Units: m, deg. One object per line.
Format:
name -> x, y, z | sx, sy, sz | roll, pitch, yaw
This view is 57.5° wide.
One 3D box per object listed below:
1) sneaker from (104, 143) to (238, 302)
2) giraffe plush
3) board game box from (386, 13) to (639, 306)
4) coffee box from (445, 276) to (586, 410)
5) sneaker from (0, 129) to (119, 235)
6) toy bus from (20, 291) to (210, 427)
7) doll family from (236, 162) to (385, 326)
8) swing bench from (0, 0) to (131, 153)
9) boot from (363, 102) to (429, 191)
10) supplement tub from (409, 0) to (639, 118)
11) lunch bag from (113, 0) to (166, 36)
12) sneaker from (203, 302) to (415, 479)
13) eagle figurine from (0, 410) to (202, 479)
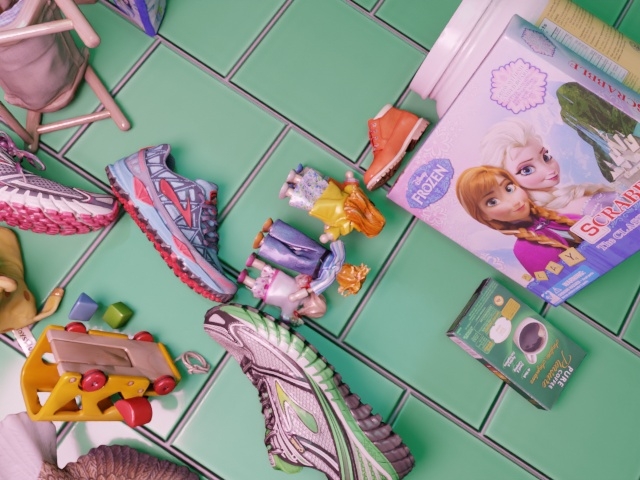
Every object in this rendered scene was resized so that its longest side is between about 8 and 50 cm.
sneaker -> -0.186, -0.033, 0.825 | 0.125, 0.104, 0.261 | -37, 85, -17
giraffe plush -> -0.446, 0.066, 0.728 | 0.210, 0.170, 0.181 | 40, 74, 2
board game box -> 0.298, -0.084, 0.798 | 0.318, 0.318, 0.065 | 33, 50, 1
coffee box -> 0.294, 0.156, 0.881 | 0.184, 0.040, 0.113 | 38, 75, 2
sneaker -> -0.421, -0.087, 0.780 | 0.300, 0.121, 0.111 | 17, 71, -16
toy bus -> -0.272, 0.179, 0.746 | 0.202, 0.191, 0.104 | 35, 104, -3
doll family -> 0.000, 0.000, 0.834 | 0.163, 0.118, 0.262 | 26, 76, 1
swing bench -> -0.381, -0.292, 0.780 | 0.165, 0.253, 0.254 | -16, 79, -12
boot -> 0.098, -0.149, 0.920 | 0.085, 0.059, 0.157 | 34, 66, 4
supplement tub -> 0.328, -0.228, 0.873 | 0.331, 0.241, 0.241 | 33, 74, 1
lunch bag -> -0.283, -0.408, 0.886 | 0.097, 0.129, 0.151 | -15, 81, -7
sneaker -> -0.036, 0.219, 0.770 | 0.146, 0.134, 0.343 | -43, 86, -14
eagle figurine -> -0.272, 0.352, 0.683 | 0.299, 0.225, 0.226 | 13, 61, 6
